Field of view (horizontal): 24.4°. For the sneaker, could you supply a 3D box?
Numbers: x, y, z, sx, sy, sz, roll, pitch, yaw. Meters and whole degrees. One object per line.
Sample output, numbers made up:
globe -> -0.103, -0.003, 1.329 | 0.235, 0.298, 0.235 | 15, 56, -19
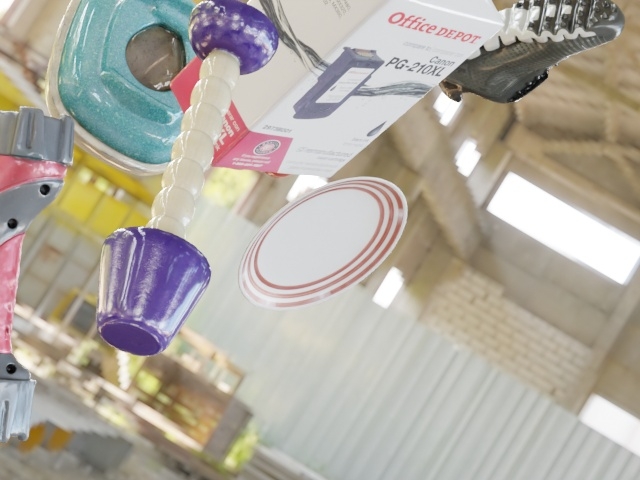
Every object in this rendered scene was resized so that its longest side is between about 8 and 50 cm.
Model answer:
sneaker -> 0.219, -0.201, 1.592 | 0.234, 0.078, 0.106 | -8, -49, 26

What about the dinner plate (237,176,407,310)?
dinner plate -> 0.000, 0.000, 1.109 | 0.017, 0.141, 0.141 | 56, 10, 32

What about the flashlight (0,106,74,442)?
flashlight -> -0.290, 0.031, 1.367 | 0.103, 0.304, 0.103 | 2, -4, 34

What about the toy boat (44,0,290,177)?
toy boat -> -0.113, -0.169, 1.529 | 0.318, 0.267, 0.148 | 29, -31, -22

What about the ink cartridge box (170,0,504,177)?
ink cartridge box -> 0.015, -0.165, 1.293 | 0.172, 0.237, 0.100 | 2, 54, -52

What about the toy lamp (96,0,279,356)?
toy lamp -> -0.093, -0.046, 1.042 | 0.080, 0.274, 0.080 | 12, -32, 8
